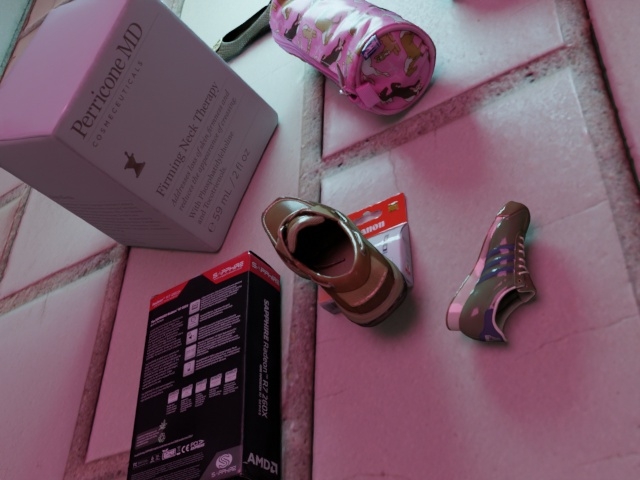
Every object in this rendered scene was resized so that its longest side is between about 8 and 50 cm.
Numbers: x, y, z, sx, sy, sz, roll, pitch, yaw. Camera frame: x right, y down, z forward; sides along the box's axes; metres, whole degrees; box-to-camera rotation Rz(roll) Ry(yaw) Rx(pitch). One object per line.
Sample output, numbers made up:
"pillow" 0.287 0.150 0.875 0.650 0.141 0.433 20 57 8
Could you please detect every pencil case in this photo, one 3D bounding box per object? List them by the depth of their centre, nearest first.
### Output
"pencil case" 0.044 -0.367 1.311 0.386 0.167 0.160 49 129 49

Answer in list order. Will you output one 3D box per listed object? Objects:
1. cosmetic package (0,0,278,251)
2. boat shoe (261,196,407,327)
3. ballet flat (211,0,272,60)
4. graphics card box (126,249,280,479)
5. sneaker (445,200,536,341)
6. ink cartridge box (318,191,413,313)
"cosmetic package" -0.363 -0.212 1.367 0.327 0.393 0.330 4 64 42
"boat shoe" 0.000 0.000 1.040 0.123 0.120 0.324 -49 39 -4
"ballet flat" -0.167 -0.497 1.659 0.249 0.058 0.084 -24 47 27
"graphics card box" -0.175 0.221 1.111 0.232 0.094 0.371 -25 46 25
"sneaker" 0.241 0.045 0.909 0.086 0.064 0.192 22 76 39
"ink cartridge box" 0.066 0.010 1.096 0.145 0.045 0.179 -22 51 27
